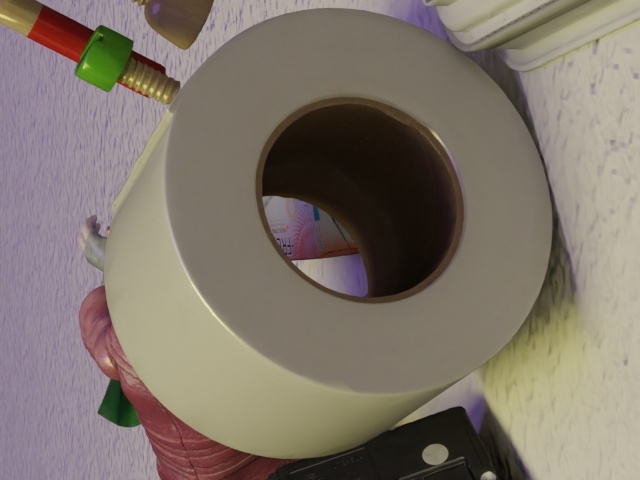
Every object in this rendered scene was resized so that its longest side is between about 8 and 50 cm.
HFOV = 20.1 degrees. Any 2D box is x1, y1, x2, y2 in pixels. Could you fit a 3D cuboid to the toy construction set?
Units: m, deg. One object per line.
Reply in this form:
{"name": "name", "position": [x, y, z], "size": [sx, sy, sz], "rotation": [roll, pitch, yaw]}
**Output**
{"name": "toy construction set", "position": [-0.134, -0.249, 1.054], "size": [0.309, 0.237, 0.257], "rotation": [-57, 16, 25]}

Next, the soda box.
{"name": "soda box", "position": [-0.013, -0.017, 1.404], "size": [0.183, 0.058, 0.063], "rotation": [174, 88, -68]}

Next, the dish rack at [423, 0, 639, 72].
{"name": "dish rack", "position": [0.119, -0.252, 0.982], "size": [0.333, 0.072, 0.285], "rotation": [159, 102, -69]}

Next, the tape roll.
{"name": "tape roll", "position": [0.000, 0.000, 1.125], "size": [0.169, 0.246, 0.246], "rotation": [132, 127, -64]}

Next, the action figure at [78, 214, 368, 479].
{"name": "action figure", "position": [-0.089, 0.133, 1.303], "size": [0.276, 0.248, 0.370], "rotation": [-65, -36, -38]}

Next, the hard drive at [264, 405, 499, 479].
{"name": "hard drive", "position": [0.038, 0.271, 1.095], "size": [0.339, 0.237, 0.064], "rotation": [-115, 8, -47]}

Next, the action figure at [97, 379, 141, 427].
{"name": "action figure", "position": [-0.136, 0.064, 1.674], "size": [0.063, 0.137, 0.232], "rotation": [-37, 45, 44]}
